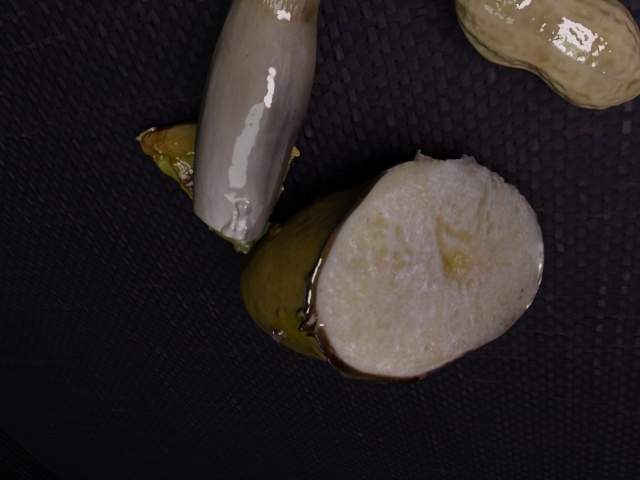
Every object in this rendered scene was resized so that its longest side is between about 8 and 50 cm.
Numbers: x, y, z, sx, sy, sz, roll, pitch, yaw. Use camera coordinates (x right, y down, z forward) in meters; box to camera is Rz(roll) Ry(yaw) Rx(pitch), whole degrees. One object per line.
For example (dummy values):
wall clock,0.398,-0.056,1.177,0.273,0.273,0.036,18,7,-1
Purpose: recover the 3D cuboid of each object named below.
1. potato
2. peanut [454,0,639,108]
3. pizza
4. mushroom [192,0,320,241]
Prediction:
potato,0.074,0.024,0.811,0.296,0.396,0.290,11,126,62
peanut,0.243,-0.228,0.582,0.256,0.124,0.123,31,135,-16
pizza,-0.135,-0.067,0.892,0.279,0.075,0.288,-2,129,22
mushroom,-0.084,-0.162,0.679,0.137,0.154,0.408,23,123,14
